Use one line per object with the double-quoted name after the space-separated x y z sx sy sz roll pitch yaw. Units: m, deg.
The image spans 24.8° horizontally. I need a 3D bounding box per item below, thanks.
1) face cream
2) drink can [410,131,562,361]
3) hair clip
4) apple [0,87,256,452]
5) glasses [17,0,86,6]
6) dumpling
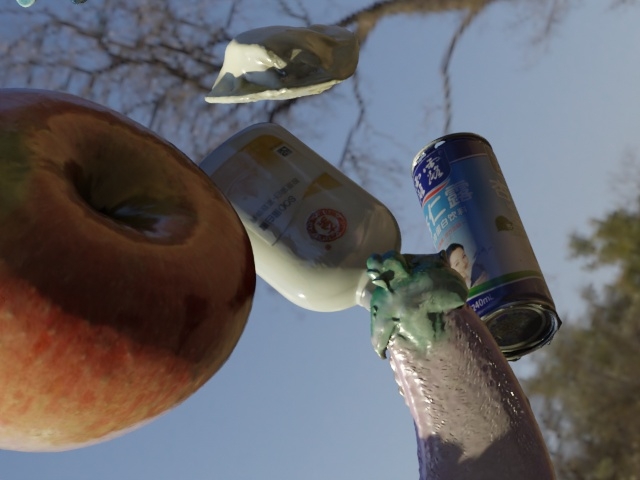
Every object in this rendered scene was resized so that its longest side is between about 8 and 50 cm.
0.000 0.000 1.433 0.144 0.291 0.071 -40 -27 -20 "face cream"
0.164 0.004 1.479 0.097 0.097 0.235 84 173 -50 "drink can"
0.115 0.176 1.145 0.110 0.095 0.359 -14 -90 -34 "hair clip"
-0.236 0.037 1.217 0.269 0.345 0.345 -49 -8 29 "apple"
-0.218 -0.286 1.069 0.221 0.088 0.189 61 -170 -3 "glasses"
-0.044 -0.206 1.721 0.150 0.176 0.092 -135 45 -66 "dumpling"
